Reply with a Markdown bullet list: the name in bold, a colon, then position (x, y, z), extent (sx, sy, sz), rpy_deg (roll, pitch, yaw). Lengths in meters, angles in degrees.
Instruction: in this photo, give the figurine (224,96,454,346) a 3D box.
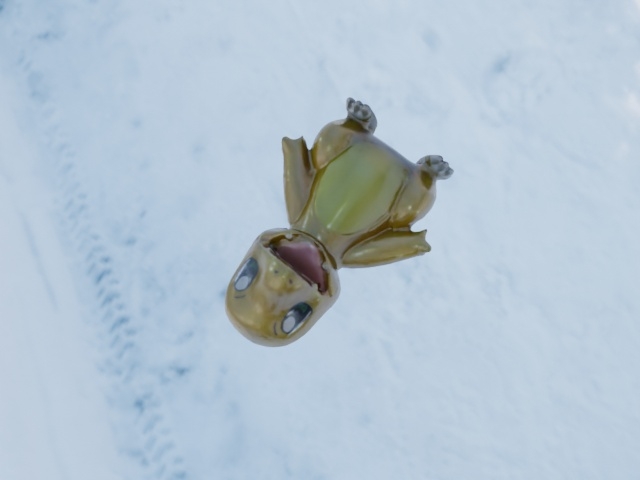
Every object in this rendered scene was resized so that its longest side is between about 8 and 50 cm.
- **figurine**: position (-0.002, 0.003, 0.870), extent (0.121, 0.122, 0.176), rpy_deg (39, 60, 4)
